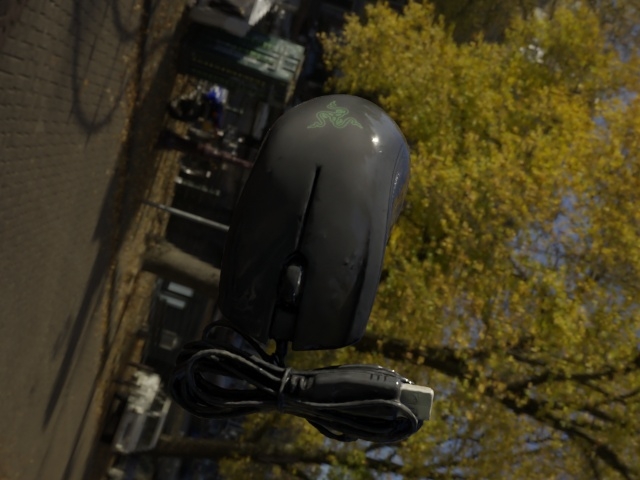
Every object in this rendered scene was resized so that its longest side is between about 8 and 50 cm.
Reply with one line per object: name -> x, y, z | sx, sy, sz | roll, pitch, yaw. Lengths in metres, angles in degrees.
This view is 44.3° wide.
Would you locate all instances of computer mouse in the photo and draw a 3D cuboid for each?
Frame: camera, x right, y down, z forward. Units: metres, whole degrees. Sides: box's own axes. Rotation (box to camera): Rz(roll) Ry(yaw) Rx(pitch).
computer mouse -> 0.000, 0.000, 0.574 | 0.072, 0.188, 0.272 | 74, 25, -67
